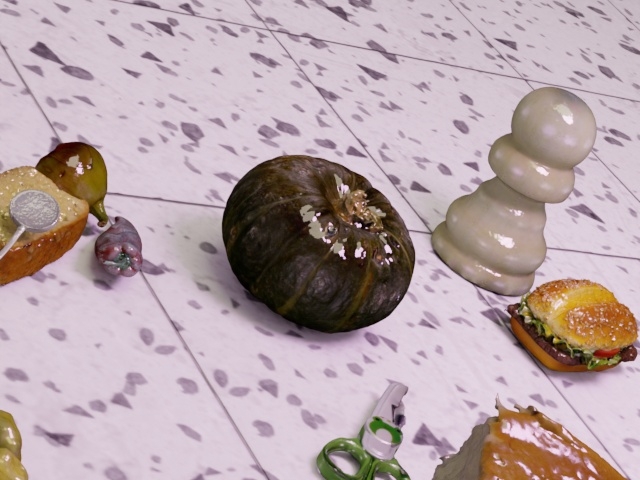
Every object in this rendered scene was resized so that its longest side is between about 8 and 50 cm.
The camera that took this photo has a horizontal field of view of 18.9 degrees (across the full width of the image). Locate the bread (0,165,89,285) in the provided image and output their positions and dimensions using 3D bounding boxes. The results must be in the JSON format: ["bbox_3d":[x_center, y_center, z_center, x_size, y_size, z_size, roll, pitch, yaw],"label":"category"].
[{"bbox_3d":[-0.312,-0.015,1.963,0.103,0.065,0.187,40,29,12],"label":"bread"}]

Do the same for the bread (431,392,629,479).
[{"bbox_3d":[0.190,0.318,1.638,0.279,0.225,0.250,35,30,-10],"label":"bread"}]

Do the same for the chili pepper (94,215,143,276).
[{"bbox_3d":[-0.212,0.009,2.033,0.050,0.041,0.153,42,6,-15],"label":"chili pepper"}]

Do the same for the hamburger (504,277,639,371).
[{"bbox_3d":[0.315,0.101,2.310,0.166,0.087,0.137,0,37,-44],"label":"hamburger"}]

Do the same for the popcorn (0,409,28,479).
[{"bbox_3d":[-0.304,0.214,1.352,0.195,0.255,0.256,54,-18,-5],"label":"popcorn"}]

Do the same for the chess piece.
[{"bbox_3d":[0.256,-0.073,2.384,0.144,0.251,0.144,22,26,-11],"label":"chess piece"}]

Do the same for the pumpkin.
[{"bbox_3d":[0.000,0.000,2.119,0.224,0.157,0.223,26,34,-19],"label":"pumpkin"}]

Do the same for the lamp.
[{"bbox_3d":[-0.309,0.009,1.844,0.050,0.056,0.198,28,49,5],"label":"lamp"}]

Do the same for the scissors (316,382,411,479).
[{"bbox_3d":[0.059,0.201,1.952,0.101,0.027,0.204,30,28,-2],"label":"scissors"}]

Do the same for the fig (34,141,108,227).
[{"bbox_3d":[-0.262,-0.059,2.083,0.098,0.082,0.084,52,-2,-11],"label":"fig"}]
